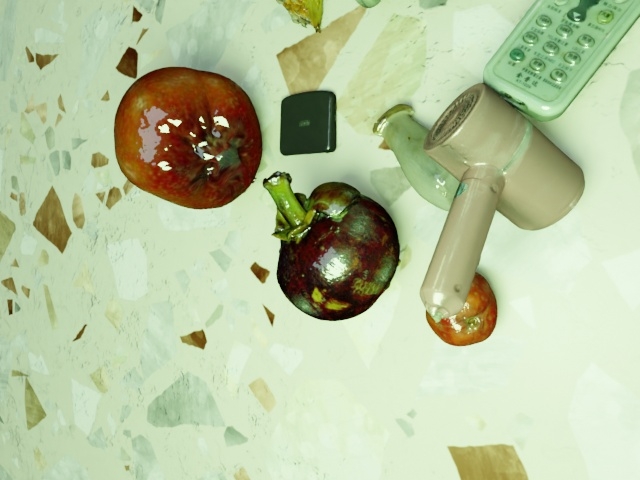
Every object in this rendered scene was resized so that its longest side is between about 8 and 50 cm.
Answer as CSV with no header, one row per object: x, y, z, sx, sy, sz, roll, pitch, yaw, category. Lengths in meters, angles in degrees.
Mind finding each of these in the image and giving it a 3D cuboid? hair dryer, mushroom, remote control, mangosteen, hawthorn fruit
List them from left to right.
-0.268,-0.209,0.990,0.311,0.295,0.295,36,108,20,hawthorn fruit
0.000,0.000,0.854,0.289,0.231,0.231,42,116,-17,mangosteen
0.180,-0.138,0.853,0.116,0.093,0.225,-48,58,-2,mushroom
0.229,0.109,0.811,0.128,0.128,0.128,1,92,30,hawthorn fruit
0.220,-0.028,0.678,0.210,0.352,0.125,36,151,-13,hair dryer
0.375,-0.323,0.702,0.128,0.065,0.335,39,92,25,remote control

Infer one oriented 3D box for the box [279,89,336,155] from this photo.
-0.025,-0.232,0.998,0.126,0.027,0.125,2,90,31,box

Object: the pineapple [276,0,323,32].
-0.075,-0.579,0.939,0.158,0.161,0.335,14,101,31,pineapple

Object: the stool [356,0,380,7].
0.142,-0.492,0.796,0.198,0.195,0.195,0,92,28,stool
